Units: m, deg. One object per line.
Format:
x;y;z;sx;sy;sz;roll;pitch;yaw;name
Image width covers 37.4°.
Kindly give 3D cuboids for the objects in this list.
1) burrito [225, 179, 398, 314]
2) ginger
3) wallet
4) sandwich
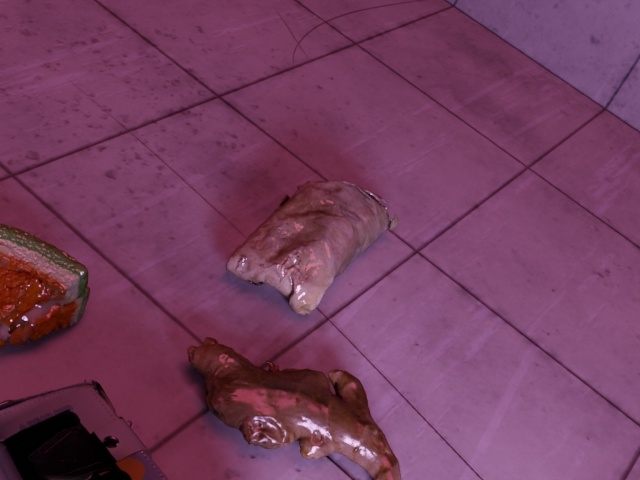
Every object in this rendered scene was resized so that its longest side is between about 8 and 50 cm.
-0.009;-0.010;1.561;0.175;0.107;0.347;45;42;3;burrito
-0.032;0.224;1.287;0.332;0.080;0.166;19;50;-4;ginger
-0.283;0.263;1.111;0.170;0.069;0.231;-19;54;-37;wallet
-0.402;0.073;1.231;0.184;0.109;0.160;18;36;-10;sandwich
